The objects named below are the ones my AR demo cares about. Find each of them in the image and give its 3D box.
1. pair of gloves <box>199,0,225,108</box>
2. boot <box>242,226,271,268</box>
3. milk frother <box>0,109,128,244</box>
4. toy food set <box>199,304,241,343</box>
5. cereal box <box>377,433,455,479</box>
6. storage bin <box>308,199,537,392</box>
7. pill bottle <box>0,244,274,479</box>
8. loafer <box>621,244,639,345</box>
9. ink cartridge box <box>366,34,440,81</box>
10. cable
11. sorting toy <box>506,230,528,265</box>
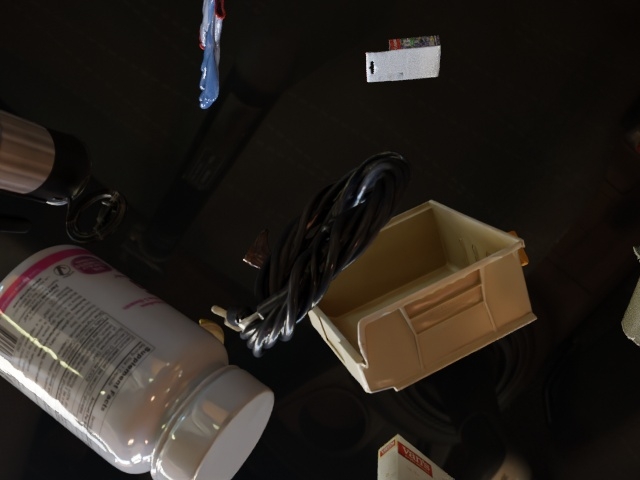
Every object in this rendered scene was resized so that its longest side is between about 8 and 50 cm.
[{"bbox_3d":[-0.131,-0.264,0.847,0.023,0.198,0.159,3,147,-16],"label":"pair of gloves"},{"bbox_3d":[-0.081,0.038,1.299,0.114,0.106,0.037,33,133,-6],"label":"boot"},{"bbox_3d":[-0.288,-0.065,0.701,0.143,0.135,0.129,3,85,20],"label":"milk frother"},{"bbox_3d":[-0.233,0.205,1.283,0.039,0.132,0.192,33,82,34],"label":"toy food set"},{"bbox_3d":[0.145,0.372,0.852,0.173,0.240,0.047,40,109,-10],"label":"cereal box"},{"bbox_3d":[0.124,0.070,0.995,0.260,0.262,0.123,-24,111,-11],"label":"storage bin"},{"bbox_3d":[-0.200,0.137,0.715,0.283,0.160,0.160,30,118,19],"label":"pill bottle"},{"bbox_3d":[0.370,0.088,0.724,0.087,0.094,0.251,-26,128,14],"label":"loafer"},{"bbox_3d":[0.129,-0.286,1.081,0.115,0.029,0.062,-4,144,2],"label":"ink cartridge box"},{"bbox_3d":[0.000,0.000,0.499,0.047,0.150,0.184,42,83,-6],"label":"cable"},{"bbox_3d":[0.185,0.067,1.198,0.348,0.047,0.195,-8,70,5],"label":"sorting toy"}]
